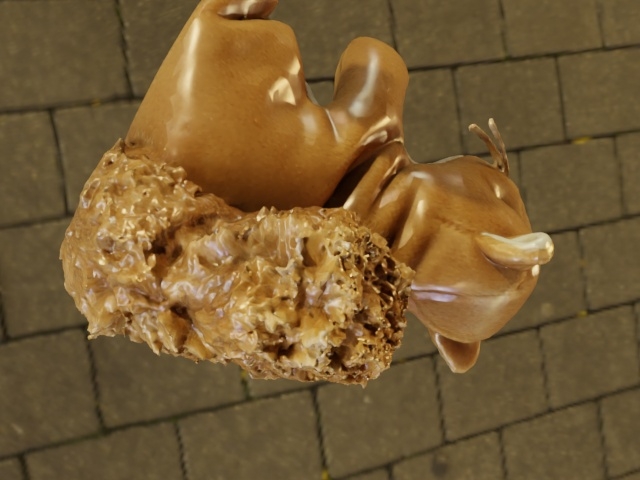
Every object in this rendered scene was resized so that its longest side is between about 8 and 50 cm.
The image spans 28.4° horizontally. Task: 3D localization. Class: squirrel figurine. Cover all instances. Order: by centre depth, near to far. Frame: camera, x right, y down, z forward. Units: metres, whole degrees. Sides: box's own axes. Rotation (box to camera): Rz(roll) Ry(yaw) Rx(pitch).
[{"bbox_3d":[0.000,0.000,1.080,0.370,0.281,0.397,31,42,-1],"label":"squirrel figurine"}]
